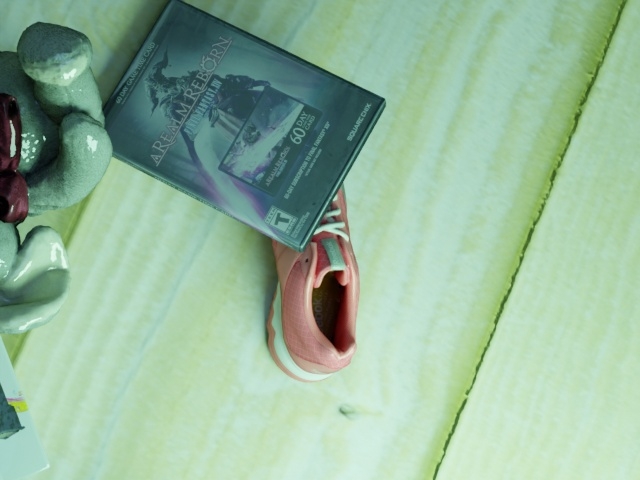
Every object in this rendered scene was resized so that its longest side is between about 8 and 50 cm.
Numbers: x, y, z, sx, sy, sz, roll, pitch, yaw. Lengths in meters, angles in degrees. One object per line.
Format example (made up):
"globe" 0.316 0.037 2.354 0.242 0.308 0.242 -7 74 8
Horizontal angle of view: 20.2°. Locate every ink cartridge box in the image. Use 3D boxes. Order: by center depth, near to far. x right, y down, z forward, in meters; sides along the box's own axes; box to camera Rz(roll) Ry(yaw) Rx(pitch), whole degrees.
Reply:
"ink cartridge box" -0.355 0.168 1.869 0.072 0.127 0.175 -22 94 -21

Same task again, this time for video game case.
"video game case" -0.093 -0.131 1.979 0.274 0.026 0.196 27 76 10

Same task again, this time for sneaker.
"sneaker" 0.001 0.000 2.003 0.116 0.136 0.314 -7 88 -21

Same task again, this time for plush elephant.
"plush elephant" -0.347 -0.063 1.805 0.271 0.330 0.255 20 70 23
